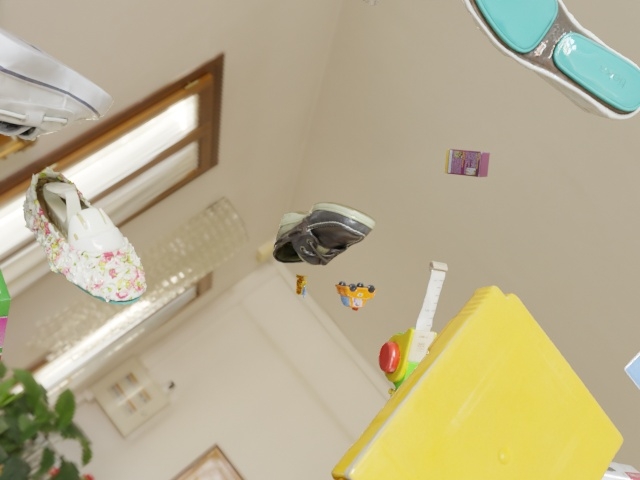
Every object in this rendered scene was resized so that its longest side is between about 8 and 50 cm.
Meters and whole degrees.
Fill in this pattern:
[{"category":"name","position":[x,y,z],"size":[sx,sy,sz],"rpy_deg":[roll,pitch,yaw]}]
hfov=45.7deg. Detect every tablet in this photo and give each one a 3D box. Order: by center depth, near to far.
[{"category":"tablet","position":[0.496,0.204,1.144],"size":[0.083,0.054,0.006],"rpy_deg":[48,-7,-13]}]

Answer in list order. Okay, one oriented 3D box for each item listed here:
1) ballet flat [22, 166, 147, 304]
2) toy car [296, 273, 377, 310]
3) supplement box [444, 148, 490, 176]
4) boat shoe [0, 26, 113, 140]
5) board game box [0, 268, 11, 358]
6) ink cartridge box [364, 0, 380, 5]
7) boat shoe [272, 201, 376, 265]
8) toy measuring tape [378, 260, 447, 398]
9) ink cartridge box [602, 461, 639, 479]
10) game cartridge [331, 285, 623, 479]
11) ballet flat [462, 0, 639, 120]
[{"category":"ballet flat","position":[-0.277,-0.013,0.861],"size":[0.241,0.091,0.077],"rpy_deg":[33,-54,38]},{"category":"toy car","position":[0.022,0.077,1.112],"size":[0.122,0.060,0.041],"rpy_deg":[6,-90,42]},{"category":"supplement box","position":[0.312,-0.166,1.618],"size":[0.083,0.043,0.055],"rpy_deg":[12,-79,37]},{"category":"boat shoe","position":[-0.281,-0.139,0.728],"size":[0.096,0.088,0.267],"rpy_deg":[32,2,-2]},{"category":"board game box","position":[-0.584,0.108,1.239],"size":[0.242,0.064,0.316],"rpy_deg":[58,-42,30]},{"category":"ink cartridge box","position":[0.052,-0.288,0.418],"size":[0.131,0.226,0.306],"rpy_deg":[36,3,-2]},{"category":"boat shoe","position":[-0.001,0.000,1.014],"size":[0.080,0.073,0.223],"rpy_deg":[28,-15,-23]},{"category":"toy measuring tape","position":[0.201,0.200,1.667],"size":[0.121,0.121,0.330],"rpy_deg":[19,-83,55]},{"category":"ink cartridge box","position":[0.413,0.373,1.169],"size":[0.150,0.063,0.109],"rpy_deg":[11,-1,5]},{"category":"game cartridge","position":[0.201,0.252,0.897],"size":[0.285,0.323,0.052],"rpy_deg":[52,-32,-10]},{"category":"ballet flat","position":[0.361,-0.331,1.259],"size":[0.400,0.139,0.139],"rpy_deg":[36,-19,-10]}]
